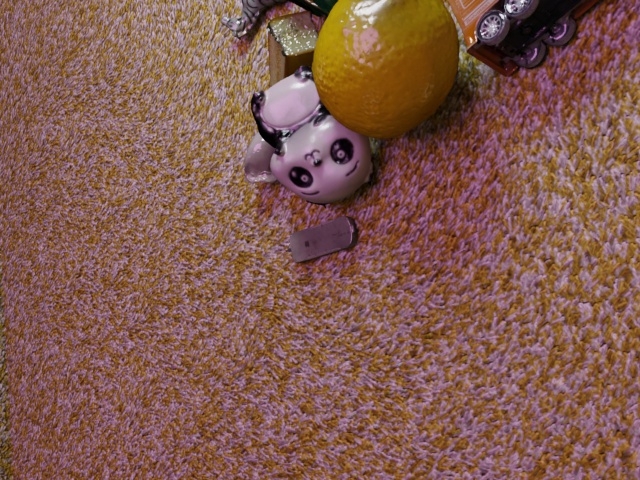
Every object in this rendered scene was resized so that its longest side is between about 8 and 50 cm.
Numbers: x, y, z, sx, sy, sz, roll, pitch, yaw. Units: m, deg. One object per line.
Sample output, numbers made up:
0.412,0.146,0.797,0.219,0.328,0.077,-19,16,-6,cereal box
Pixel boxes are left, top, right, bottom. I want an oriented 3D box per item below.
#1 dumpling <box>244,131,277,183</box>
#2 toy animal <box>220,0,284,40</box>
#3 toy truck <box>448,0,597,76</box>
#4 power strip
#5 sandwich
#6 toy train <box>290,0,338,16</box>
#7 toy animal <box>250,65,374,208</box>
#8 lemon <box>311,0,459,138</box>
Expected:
-0.125,-0.226,2.014,0.127,0.108,0.188,25,87,12,dumpling
-0.173,-0.686,2.116,0.255,0.090,0.170,-36,68,33,toy animal
0.449,-0.529,1.532,0.387,0.173,0.207,-40,53,32,toy truck
0.000,0.000,1.927,0.227,0.029,0.080,-18,76,36,power strip
-0.068,-0.456,1.980,0.236,0.128,0.122,100,151,-63,sandwich
0.019,-0.626,1.853,0.429,0.249,0.178,35,87,23,toy train
-0.007,-0.238,1.845,0.251,0.251,0.310,-31,77,33,toy animal
0.136,-0.380,1.635,0.336,0.336,0.336,-5,82,39,lemon
